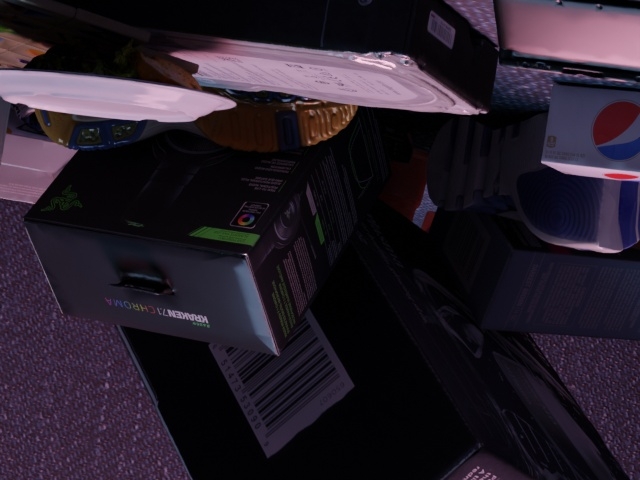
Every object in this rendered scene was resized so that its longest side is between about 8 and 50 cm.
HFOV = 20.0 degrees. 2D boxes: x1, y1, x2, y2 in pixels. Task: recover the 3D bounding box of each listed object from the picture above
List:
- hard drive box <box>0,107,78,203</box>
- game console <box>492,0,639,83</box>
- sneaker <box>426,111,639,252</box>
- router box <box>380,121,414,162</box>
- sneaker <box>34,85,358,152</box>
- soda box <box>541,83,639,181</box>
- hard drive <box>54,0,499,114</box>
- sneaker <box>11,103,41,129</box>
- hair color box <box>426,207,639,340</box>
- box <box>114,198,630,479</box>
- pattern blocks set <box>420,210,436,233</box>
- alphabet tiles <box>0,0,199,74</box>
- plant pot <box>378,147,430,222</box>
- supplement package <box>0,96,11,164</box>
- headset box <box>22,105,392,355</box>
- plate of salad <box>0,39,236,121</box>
[{"bbox_3d":[-0.406,-0.125,2.393,0.181,0.089,0.232,10,-165,-12],"label":"hard drive box"},{"bbox_3d":[0.190,-0.153,1.281,0.122,0.071,0.107,10,-153,16],"label":"game console"},{"bbox_3d":[0.264,-0.063,1.874,0.182,0.127,0.315,7,-175,-28],"label":"sneaker"},{"bbox_3d":[0.037,-0.122,2.116,0.092,0.038,0.122,7,175,40],"label":"router box"},{"bbox_3d":[-0.109,-0.152,1.662,0.297,0.111,0.131,2,-155,6],"label":"sneaker"},{"bbox_3d":[0.305,-0.086,1.572,0.216,0.073,0.069,8,177,29],"label":"soda box"},{"bbox_3d":[-0.052,-0.162,1.429,0.339,0.064,0.237,10,177,20],"label":"hard drive"},{"bbox_3d":[-0.372,-0.172,2.310,0.135,0.058,0.052,8,176,44],"label":"sneaker"},{"bbox_3d":[0.333,0.019,2.079,0.375,0.113,0.185,6,-148,-23],"label":"hair color box"},{"bbox_3d":[0.078,0.205,2.005,0.472,0.297,0.480,35,-162,-50],"label":"box"},{"bbox_3d":[0.153,0.053,2.375,0.026,0.324,0.285,22,165,-39],"label":"pattern blocks set"},{"bbox_3d":[-0.258,-0.166,1.412,0.285,0.011,0.342,16,174,-20],"label":"alphabet tiles"},{"bbox_3d":[0.000,0.000,2.372,0.272,0.265,0.272,9,177,1],"label":"plant pot"},{"bbox_3d":[-0.429,-0.140,1.692,0.262,0.204,0.145,7,176,36],"label":"supplement package"},{"bbox_3d":[-0.106,-0.036,1.714,0.246,0.283,0.131,10,137,27],"label":"headset box"},{"bbox_3d":[-0.160,-0.119,1.333,0.200,0.048,0.200,5,179,0],"label":"plate of salad"}]
